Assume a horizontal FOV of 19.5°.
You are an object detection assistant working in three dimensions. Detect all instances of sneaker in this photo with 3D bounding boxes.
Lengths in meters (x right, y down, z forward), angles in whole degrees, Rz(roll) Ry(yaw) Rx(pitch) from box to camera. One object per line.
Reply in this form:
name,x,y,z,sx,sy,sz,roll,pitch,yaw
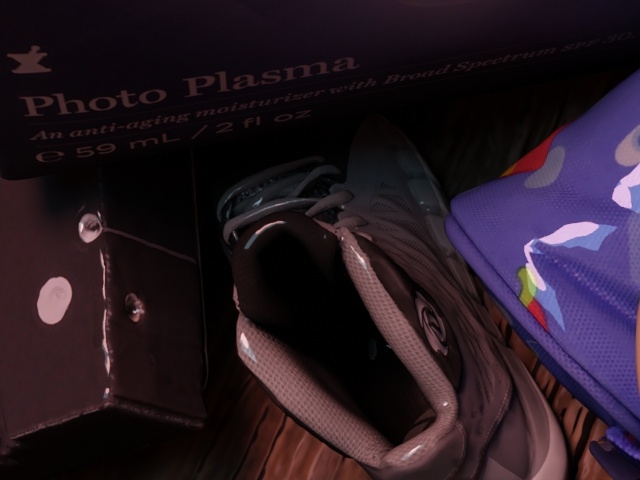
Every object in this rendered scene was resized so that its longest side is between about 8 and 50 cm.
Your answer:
sneaker,0.000,0.000,0.654,0.086,0.132,0.229,-40,56,7

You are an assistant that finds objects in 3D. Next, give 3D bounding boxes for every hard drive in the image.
hard drive,-0.160,-0.059,0.777,0.237,0.064,0.339,-21,65,32

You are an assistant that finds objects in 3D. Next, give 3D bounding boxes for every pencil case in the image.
pencil case,0.187,-0.042,0.578,0.306,0.119,0.133,-38,62,9

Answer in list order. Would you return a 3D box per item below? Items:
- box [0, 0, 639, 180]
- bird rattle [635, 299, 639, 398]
box,0.011,-0.176,0.562,0.296,0.294,0.183,-11,66,-5
bird rattle,0.186,0.044,0.494,0.207,0.143,0.254,20,110,19
